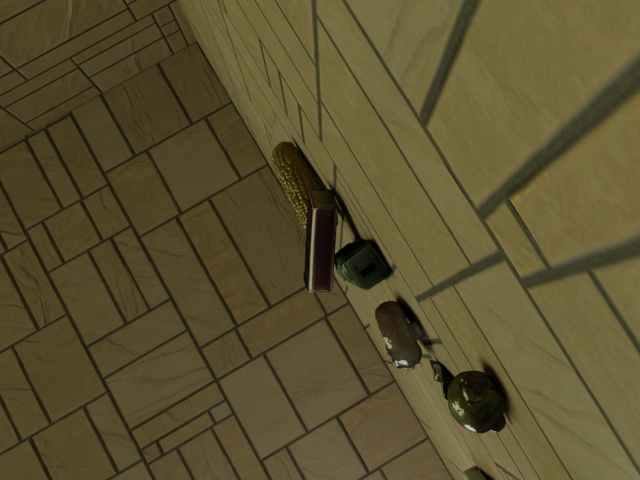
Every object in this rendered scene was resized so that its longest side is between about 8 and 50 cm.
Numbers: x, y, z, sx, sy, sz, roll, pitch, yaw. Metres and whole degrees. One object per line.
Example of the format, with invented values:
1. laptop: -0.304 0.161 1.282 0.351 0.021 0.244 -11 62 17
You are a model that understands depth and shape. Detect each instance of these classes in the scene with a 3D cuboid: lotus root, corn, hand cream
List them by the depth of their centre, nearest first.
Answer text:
1. lotus root: 0.239 0.249 1.051 0.088 0.088 0.165 57 -175 39
2. hand cream: 0.263 0.297 1.458 0.062 0.039 0.163 59 -177 -7
3. corn: -0.050 -0.136 1.781 0.293 0.106 0.106 59 176 29

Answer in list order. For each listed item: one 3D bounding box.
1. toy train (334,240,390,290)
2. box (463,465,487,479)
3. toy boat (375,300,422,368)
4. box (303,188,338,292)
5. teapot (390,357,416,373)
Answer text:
1. toy train: 0.082 0.056 1.618 0.086 0.089 0.409 55 176 -2
2. box: 0.472 0.745 1.814 0.273 0.048 0.265 63 -179 9
3. toy boat: 0.187 0.203 1.538 0.227 0.085 0.155 14 -126 -79
4. box: 0.000 0.000 1.636 0.120 0.069 0.224 -103 15 -61
5. teapot: 0.235 0.319 1.865 0.064 0.064 0.083 51 142 17
